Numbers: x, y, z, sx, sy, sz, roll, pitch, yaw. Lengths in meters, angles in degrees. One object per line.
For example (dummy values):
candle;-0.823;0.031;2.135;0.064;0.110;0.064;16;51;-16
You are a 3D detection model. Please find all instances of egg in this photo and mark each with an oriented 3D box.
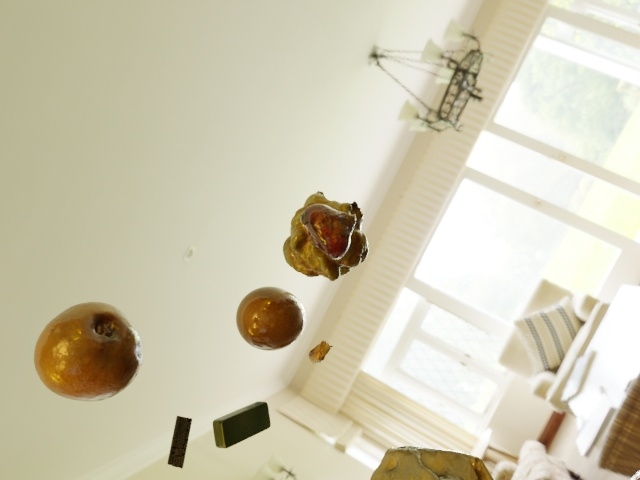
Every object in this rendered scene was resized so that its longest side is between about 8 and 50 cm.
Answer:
egg;-0.188;0.305;2.316;0.250;0.250;0.322;-63;-27;3

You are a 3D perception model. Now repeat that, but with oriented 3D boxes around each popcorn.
popcorn;0.002;0.011;2.014;0.290;0.326;0.321;-49;-55;-66

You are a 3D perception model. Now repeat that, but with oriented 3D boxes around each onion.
onion;0.032;-0.036;1.749;0.147;0.184;0.184;-30;-21;-6

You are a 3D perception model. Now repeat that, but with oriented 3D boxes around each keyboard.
keyboard;-0.500;0.715;2.114;0.018;0.060;0.195;-57;21;34

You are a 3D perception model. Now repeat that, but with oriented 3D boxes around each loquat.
loquat;-0.619;0.298;1.586;0.274;0.275;0.274;-55;-17;-26

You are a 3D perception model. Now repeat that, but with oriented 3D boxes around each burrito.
burrito;0.283;0.603;1.526;0.332;0.191;0.135;-29;61;56

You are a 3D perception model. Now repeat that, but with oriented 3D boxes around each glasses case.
glasses case;-0.214;0.505;1.632;0.184;0.040;0.077;-7;-92;-53

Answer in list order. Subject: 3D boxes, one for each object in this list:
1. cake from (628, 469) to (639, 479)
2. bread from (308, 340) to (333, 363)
cake;0.643;0.569;1.280;0.158;0.160;0.261;77;-147;-57
bread;-0.005;0.380;2.009;0.072;0.053;0.106;-56;1;-26
